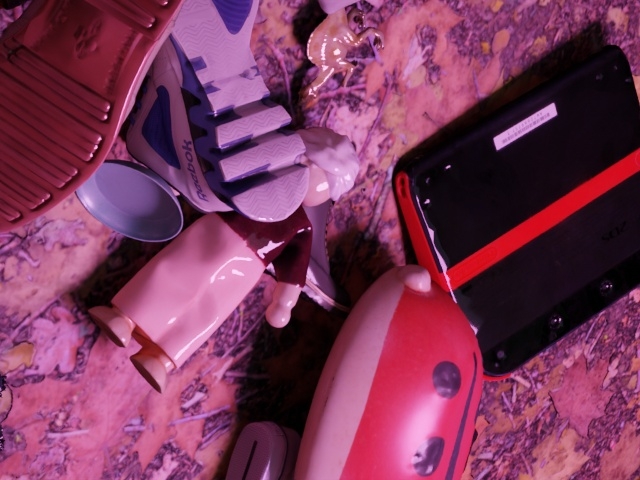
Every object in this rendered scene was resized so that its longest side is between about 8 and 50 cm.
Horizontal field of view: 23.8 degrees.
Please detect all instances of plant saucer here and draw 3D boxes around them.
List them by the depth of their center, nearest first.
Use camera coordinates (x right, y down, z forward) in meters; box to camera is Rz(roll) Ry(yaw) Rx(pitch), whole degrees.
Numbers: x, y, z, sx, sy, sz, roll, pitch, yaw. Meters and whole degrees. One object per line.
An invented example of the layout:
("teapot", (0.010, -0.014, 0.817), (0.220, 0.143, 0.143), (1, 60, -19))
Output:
("plant saucer", (-0.191, -0.045, 1.540), (0.119, 0.119, 0.021), (63, 39, -43))

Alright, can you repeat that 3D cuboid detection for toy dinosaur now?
("toy dinosaur", (0.022, -0.230, 1.677), (0.092, 0.053, 0.183), (-8, 117, -40))

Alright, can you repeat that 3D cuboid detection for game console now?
("game console", (0.291, -0.030, 1.995), (0.386, 0.060, 0.342), (-31, 115, -23))

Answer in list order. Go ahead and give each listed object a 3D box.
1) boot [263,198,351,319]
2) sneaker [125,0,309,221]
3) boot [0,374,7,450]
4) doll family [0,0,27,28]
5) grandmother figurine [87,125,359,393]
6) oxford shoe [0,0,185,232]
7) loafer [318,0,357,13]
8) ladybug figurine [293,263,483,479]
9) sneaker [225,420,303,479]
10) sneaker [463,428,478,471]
("boot", (0.000, 0.000, 1.773), (0.198, 0.077, 0.137), (38, 79, -49))
("sneaker", (-0.137, -0.159, 1.514), (0.127, 0.182, 0.316), (-18, 94, -39))
("boot", (-0.411, 0.229, 1.464), (0.207, 0.094, 0.247), (15, 84, -45))
("doll family", (-0.242, -0.185, 1.438), (0.111, 0.076, 0.193), (-33, 136, -33))
("grandmother figurine", (-0.093, -0.003, 1.647), (0.342, 0.104, 0.208), (-42, 114, -15))
("oxford shoe", (-0.206, -0.164, 1.332), (0.140, 0.146, 0.397), (38, 119, -9))
("loafer", (0.113, -0.334, 1.658), (0.319, 0.112, 0.112), (-23, 116, -27))
("ladybug figurine", (0.091, 0.242, 1.873), (0.305, 0.161, 0.449), (-38, 143, -55))
("sneaker", (-0.082, 0.348, 1.868), (0.091, 0.094, 0.258), (15, 101, -46))
("sneaker", (0.160, 0.345, 2.107), (0.097, 0.084, 0.235), (18, 99, -49))
